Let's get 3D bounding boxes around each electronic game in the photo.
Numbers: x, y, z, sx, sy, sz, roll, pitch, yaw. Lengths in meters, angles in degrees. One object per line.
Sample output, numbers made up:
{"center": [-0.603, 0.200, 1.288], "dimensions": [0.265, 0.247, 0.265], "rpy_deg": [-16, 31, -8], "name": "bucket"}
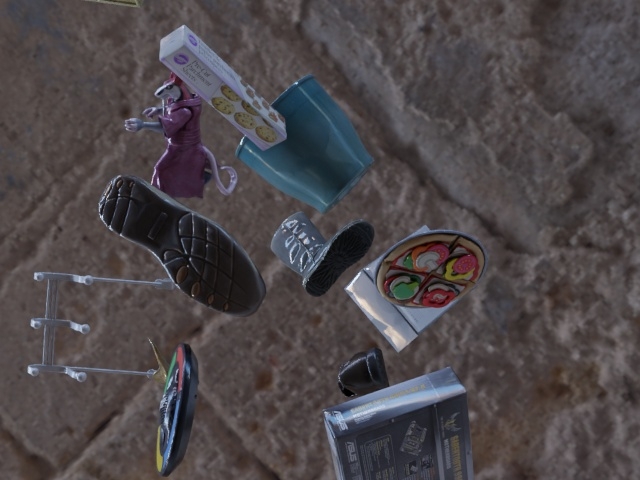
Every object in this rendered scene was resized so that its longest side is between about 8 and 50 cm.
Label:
{"center": [-0.254, 0.291, 1.599], "dimensions": [0.229, 0.048, 0.229], "rpy_deg": [-169, 90, -76], "name": "electronic game"}

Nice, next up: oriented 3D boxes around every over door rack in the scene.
{"center": [-0.492, 0.196, 2.106], "dimensions": [0.108, 0.324, 0.239], "rpy_deg": [-162, 77, -74], "name": "over door rack"}

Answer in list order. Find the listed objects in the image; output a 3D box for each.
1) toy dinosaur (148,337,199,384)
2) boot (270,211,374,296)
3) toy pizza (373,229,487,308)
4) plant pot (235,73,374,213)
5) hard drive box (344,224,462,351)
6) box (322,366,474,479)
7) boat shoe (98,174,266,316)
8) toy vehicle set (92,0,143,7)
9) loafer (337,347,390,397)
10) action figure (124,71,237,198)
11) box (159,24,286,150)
{"center": [-0.311, 0.283, 1.944], "dimensions": [0.183, 0.092, 0.053], "rpy_deg": [79, -163, -44], "name": "toy dinosaur"}
{"center": [-0.001, -0.002, 1.787], "dimensions": [0.189, 0.076, 0.208], "rpy_deg": [-43, 27, 5], "name": "boot"}
{"center": [0.192, 0.059, 1.599], "dimensions": [0.201, 0.032, 0.201], "rpy_deg": [-6, -43, -5], "name": "toy pizza"}
{"center": [-0.019, -0.212, 2.212], "dimensions": [0.271, 0.255, 0.271], "rpy_deg": [-47, -3, -4], "name": "plant pot"}
{"center": [0.197, 0.099, 1.992], "dimensions": [0.232, 0.181, 0.089], "rpy_deg": [-32, -12, -41], "name": "hard drive box"}
{"center": [0.110, 0.294, 1.240], "dimensions": [0.183, 0.056, 0.231], "rpy_deg": [-18, -54, -10], "name": "box"}
{"center": [-0.226, 0.002, 1.628], "dimensions": [0.132, 0.355, 0.130], "rpy_deg": [-53, -16, 9], "name": "boat shoe"}
{"center": [-0.475, -0.515, 1.725], "dimensions": [0.166, 0.267, 0.035], "rpy_deg": [76, -153, -67], "name": "toy vehicle set"}
{"center": [0.065, 0.211, 1.461], "dimensions": [0.078, 0.080, 0.220], "rpy_deg": [-13, -18, 3], "name": "loafer"}
{"center": [-0.367, -0.278, 2.490], "dimensions": [0.248, 0.275, 0.370], "rpy_deg": [-80, -2, -58], "name": "action figure"}
{"center": [-0.187, -0.296, 1.839], "dimensions": [0.067, 0.063, 0.324], "rpy_deg": [-26, -42, 23], "name": "box"}
